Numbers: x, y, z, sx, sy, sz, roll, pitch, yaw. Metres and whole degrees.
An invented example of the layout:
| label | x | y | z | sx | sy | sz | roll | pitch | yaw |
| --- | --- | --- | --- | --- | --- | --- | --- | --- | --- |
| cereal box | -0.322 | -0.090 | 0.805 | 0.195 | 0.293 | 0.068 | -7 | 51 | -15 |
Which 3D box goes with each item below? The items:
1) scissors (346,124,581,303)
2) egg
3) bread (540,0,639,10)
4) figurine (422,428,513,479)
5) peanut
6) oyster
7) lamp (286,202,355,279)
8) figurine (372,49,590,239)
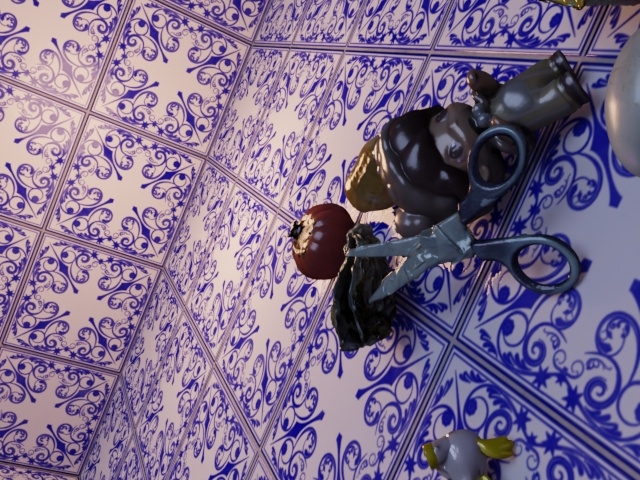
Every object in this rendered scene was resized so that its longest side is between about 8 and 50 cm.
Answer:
| label | x | y | z | sx | sy | sz | roll | pitch | yaw |
| --- | --- | --- | --- | --- | --- | --- | --- | --- | --- |
| scissors | 0.191 | -0.001 | 1.141 | 0.383 | 0.029 | 0.256 | -23 | 87 | 41 |
| egg | 0.425 | -0.175 | 0.887 | 0.151 | 0.151 | 0.209 | 20 | 92 | 66 |
| bread | 0.406 | -0.418 | 1.054 | 0.260 | 0.158 | 0.156 | -133 | 38 | -51 |
| figurine | 0.205 | 0.355 | 1.024 | 0.130 | 0.109 | 0.178 | -14 | 60 | 35 |
| peanut | 0.128 | -0.143 | 1.504 | 0.224 | 0.129 | 0.129 | -50 | 31 | 32 |
| oyster | 0.074 | 0.088 | 1.378 | 0.112 | 0.198 | 0.267 | -9 | 17 | 20 |
| lamp | 0.000 | 0.000 | 1.647 | 0.182 | 0.140 | 0.182 | -39 | 43 | 50 |
| figurine | 0.252 | -0.163 | 1.209 | 0.381 | 0.203 | 0.248 | -35 | 56 | 30 |
